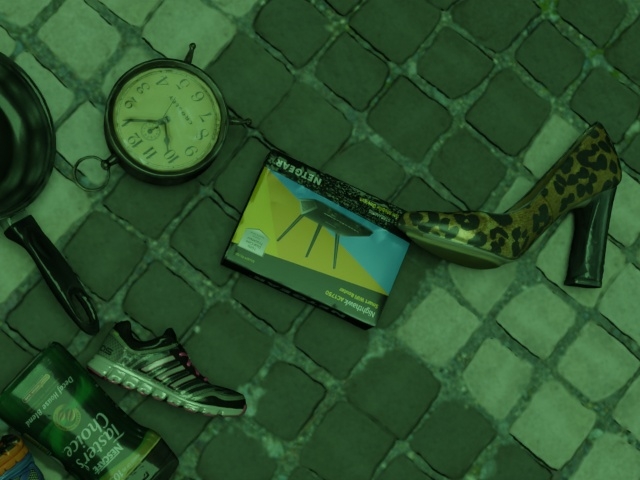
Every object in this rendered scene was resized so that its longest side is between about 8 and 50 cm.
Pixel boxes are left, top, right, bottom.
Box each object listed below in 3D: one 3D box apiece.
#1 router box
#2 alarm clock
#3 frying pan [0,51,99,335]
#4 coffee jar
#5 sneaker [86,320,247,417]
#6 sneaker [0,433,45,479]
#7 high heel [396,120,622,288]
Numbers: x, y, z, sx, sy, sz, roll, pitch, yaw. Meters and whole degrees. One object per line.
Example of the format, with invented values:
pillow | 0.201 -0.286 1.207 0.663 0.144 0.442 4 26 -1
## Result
router box | 0.000 0.000 1.608 0.179 0.046 0.133 24 77 -7
alarm clock | -0.180 -0.113 1.582 0.192 0.064 0.129 -36 89 -17
frying pan | -0.318 -0.069 1.545 0.326 0.053 0.197 43 53 -20
coffee jar | -0.234 0.195 1.511 0.184 0.079 0.096 42 76 -2
sneaker | -0.151 0.131 1.546 0.170 0.063 0.074 20 83 -2
sneaker | -0.353 0.293 1.459 0.221 0.083 0.087 -43 104 -9
high heel | 0.207 -0.059 1.632 0.261 0.093 0.186 12 82 -23
